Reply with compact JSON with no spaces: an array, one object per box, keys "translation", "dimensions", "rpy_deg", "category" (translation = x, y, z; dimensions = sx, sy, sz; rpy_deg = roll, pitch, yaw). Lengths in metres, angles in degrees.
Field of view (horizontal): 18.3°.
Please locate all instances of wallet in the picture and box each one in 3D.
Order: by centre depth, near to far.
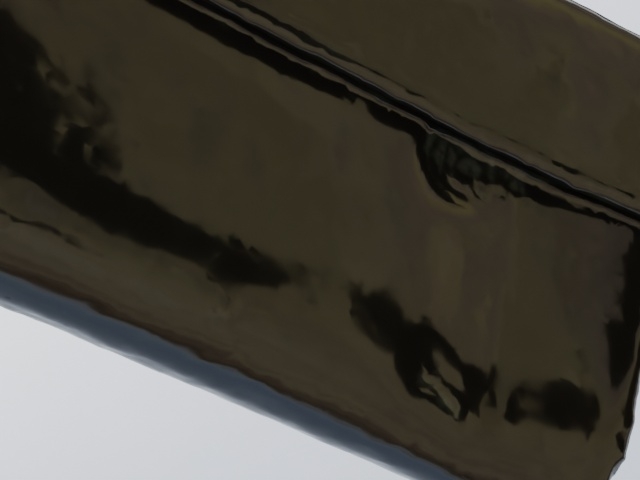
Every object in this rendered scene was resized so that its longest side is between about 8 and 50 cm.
[{"translation":[-0.040,-0.056,0.748],"dimensions":[0.406,0.062,0.228],"rpy_deg":[25,-113,-25],"category":"wallet"}]
